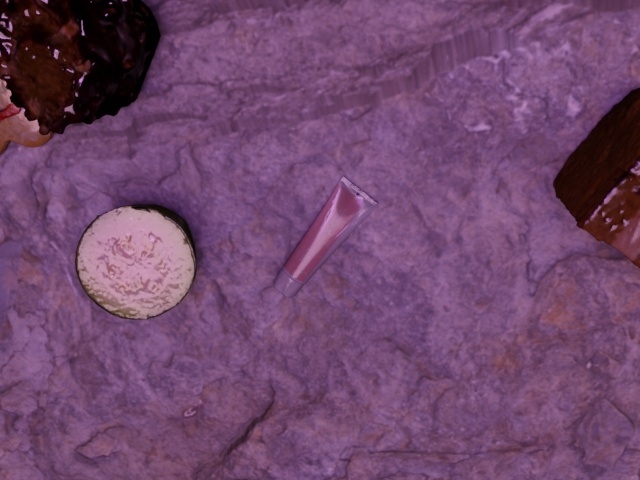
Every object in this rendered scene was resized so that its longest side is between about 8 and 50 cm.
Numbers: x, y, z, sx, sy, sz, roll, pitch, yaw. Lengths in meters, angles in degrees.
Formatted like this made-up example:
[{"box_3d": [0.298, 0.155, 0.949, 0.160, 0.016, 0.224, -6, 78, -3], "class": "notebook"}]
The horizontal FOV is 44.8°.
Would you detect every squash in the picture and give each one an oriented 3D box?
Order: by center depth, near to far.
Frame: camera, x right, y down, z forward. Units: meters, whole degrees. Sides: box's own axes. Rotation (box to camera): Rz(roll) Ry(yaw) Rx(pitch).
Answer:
[{"box_3d": [-0.256, 0.017, 1.129, 0.170, 0.123, 0.170, 1, 110, 3], "class": "squash"}]

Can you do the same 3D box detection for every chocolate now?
[{"box_3d": [-0.325, -0.213, 0.969, 0.206, 0.177, 0.224, 19, 131, -19], "class": "chocolate"}]

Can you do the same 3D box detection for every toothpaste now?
[{"box_3d": [0.000, 0.000, 1.156, 0.067, 0.043, 0.194, 37, 103, -9], "class": "toothpaste"}]

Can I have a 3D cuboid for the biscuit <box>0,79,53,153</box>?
[{"box_3d": [-0.485, -0.231, 1.096, 0.153, 0.030, 0.234, -15, 110, 6], "class": "biscuit"}]

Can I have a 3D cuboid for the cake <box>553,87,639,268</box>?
[{"box_3d": [0.484, -0.043, 1.028, 0.293, 0.196, 0.198, 35, 107, -9], "class": "cake"}]
